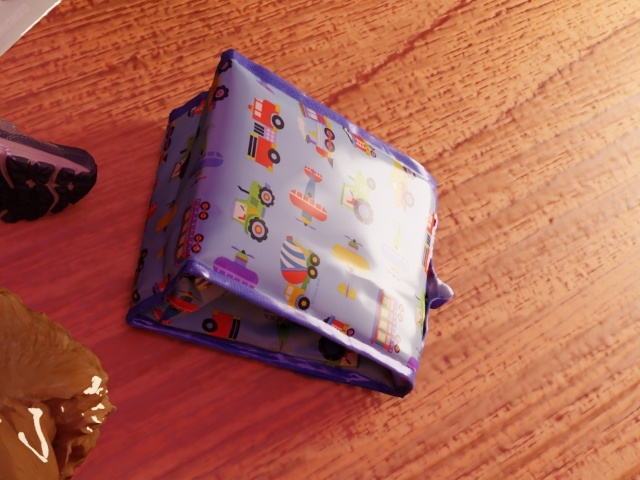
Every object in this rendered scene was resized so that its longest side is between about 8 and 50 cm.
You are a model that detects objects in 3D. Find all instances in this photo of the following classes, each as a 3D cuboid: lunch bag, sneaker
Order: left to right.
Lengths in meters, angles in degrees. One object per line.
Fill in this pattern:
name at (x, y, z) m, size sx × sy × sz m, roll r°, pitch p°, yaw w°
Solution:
sneaker at (-0.321, -0.102, 0.955) m, size 0.283 × 0.110 × 0.122 m, roll 12°, pitch 61°, yaw -18°
lunch bag at (0.000, 0.000, 1.045) m, size 0.293 × 0.138 × 0.221 m, roll 22°, pitch 58°, yaw -23°

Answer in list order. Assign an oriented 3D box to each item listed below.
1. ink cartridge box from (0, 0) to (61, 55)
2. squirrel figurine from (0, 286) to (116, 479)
ink cartridge box at (-0.388, -0.360, 1.074) m, size 0.385 × 0.091 × 0.308 m, roll 48°, pitch 57°, yaw -17°
squirrel figurine at (-0.318, 0.207, 0.714) m, size 0.281 × 0.370 × 0.397 m, roll 40°, pitch 30°, yaw -2°
